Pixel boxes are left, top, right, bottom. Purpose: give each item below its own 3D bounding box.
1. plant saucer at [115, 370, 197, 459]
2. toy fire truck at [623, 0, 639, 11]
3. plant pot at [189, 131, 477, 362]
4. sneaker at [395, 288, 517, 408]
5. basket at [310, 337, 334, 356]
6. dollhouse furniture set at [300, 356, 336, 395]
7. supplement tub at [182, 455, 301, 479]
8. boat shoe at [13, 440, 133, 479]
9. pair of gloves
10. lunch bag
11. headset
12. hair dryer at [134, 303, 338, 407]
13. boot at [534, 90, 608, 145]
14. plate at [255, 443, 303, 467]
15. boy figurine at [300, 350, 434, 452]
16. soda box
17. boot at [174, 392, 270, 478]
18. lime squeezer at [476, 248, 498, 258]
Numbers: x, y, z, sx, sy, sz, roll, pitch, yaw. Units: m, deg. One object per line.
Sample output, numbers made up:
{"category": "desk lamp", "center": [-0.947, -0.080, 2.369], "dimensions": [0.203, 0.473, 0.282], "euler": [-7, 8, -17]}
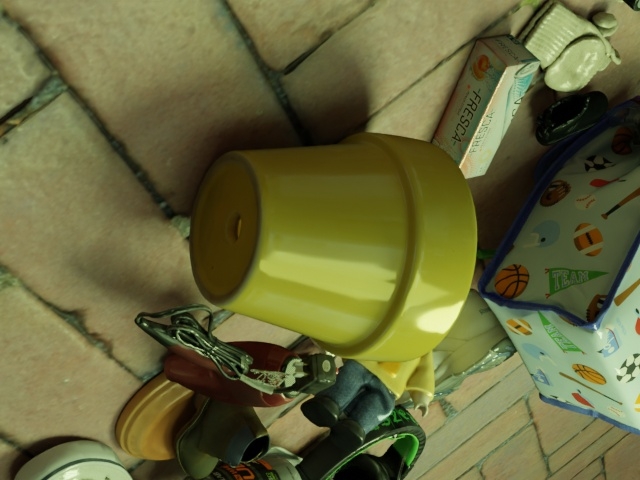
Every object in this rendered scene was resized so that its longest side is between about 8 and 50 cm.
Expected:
{"category": "plant saucer", "center": [-0.178, 0.230, 1.495], "dimensions": [0.200, 0.037, 0.200], "euler": [-28, 148, -20]}
{"category": "toy fire truck", "center": [0.367, -0.402, 1.166], "dimensions": [0.217, 0.158, 0.246], "euler": [-35, 160, -7]}
{"category": "plant pot", "center": [0.000, 0.000, 1.201], "dimensions": [0.239, 0.254, 0.254], "euler": [7, 128, -33]}
{"category": "sneaker", "center": [0.179, 0.178, 1.748], "dimensions": [0.111, 0.129, 0.297], "euler": [-3, 152, -48]}
{"category": "basket", "center": [0.041, 0.060, 1.434], "dimensions": [0.167, 0.113, 0.103], "euler": [-29, 152, -16]}
{"category": "dollhouse furniture set", "center": [-0.007, 0.219, 1.619], "dimensions": [0.114, 0.081, 0.091], "euler": [-5, 135, -44]}
{"category": "supplement tub", "center": [-0.126, 0.381, 1.599], "dimensions": [0.190, 0.117, 0.117], "euler": [-3, 134, -41]}
{"category": "boat shoe", "center": [-0.282, 0.395, 1.481], "dimensions": [0.136, 0.156, 0.367], "euler": [-33, 150, -11]}
{"category": "pair of gloves", "center": [0.367, -0.287, 1.393], "dimensions": [0.240, 0.042, 0.204], "euler": [-45, 149, 11]}
{"category": "lunch bag", "center": [0.430, 0.028, 1.628], "dimensions": [0.385, 0.239, 0.328], "euler": [-57, 139, -19]}
{"category": "headset", "center": [0.031, 0.431, 1.753], "dimensions": [0.243, 0.185, 0.394], "euler": [0, 133, -47]}
{"category": "hair dryer", "center": [-0.116, 0.126, 1.291], "dimensions": [0.293, 0.224, 0.080], "euler": [-41, -154, 62]}
{"category": "boot", "center": [0.341, -0.173, 1.489], "dimensions": [0.121, 0.045, 0.099], "euler": [-30, 168, -3]}
{"category": "plate", "center": [-0.130, 0.435, 1.809], "dimensions": [0.278, 0.045, 0.277], "euler": [-42, 149, 4]}
{"category": "boy figurine", "center": [0.102, 0.175, 1.599], "dimensions": [0.285, 0.177, 0.092], "euler": [-45, 179, -29]}
{"category": "soda box", "center": [0.197, -0.159, 1.363], "dimensions": [0.063, 0.058, 0.183], "euler": [-15, 142, -35]}
{"category": "boot", "center": [-0.130, 0.274, 1.461], "dimensions": [0.082, 0.106, 0.219], "euler": [-17, 143, -33]}
{"category": "lime squeezer", "center": [0.336, 0.043, 1.804], "dimensions": [0.110, 0.058, 0.310], "euler": [-14, 156, 17]}
